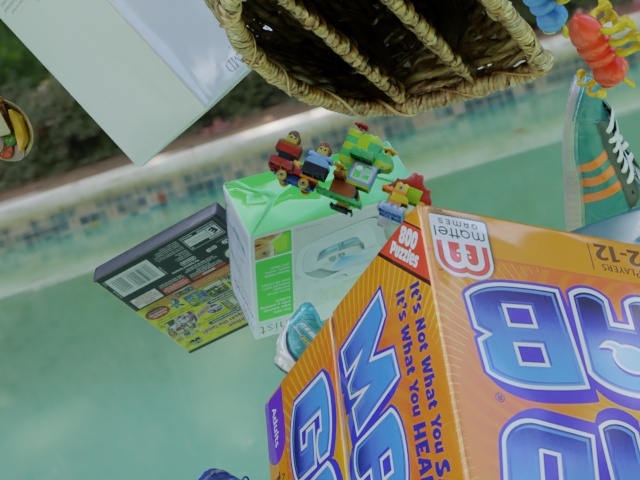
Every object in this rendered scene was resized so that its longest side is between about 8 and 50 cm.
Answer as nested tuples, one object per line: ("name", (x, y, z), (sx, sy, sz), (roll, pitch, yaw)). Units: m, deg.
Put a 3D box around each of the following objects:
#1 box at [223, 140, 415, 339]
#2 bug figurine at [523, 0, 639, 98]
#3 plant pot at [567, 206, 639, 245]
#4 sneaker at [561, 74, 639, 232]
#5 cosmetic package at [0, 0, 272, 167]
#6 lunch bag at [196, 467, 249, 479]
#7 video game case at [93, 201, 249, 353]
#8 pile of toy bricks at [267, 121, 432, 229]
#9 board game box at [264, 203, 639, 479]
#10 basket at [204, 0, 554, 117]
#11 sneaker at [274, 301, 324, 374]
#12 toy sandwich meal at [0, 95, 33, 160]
("box", (0.000, 0.000, 1.841), (0.262, 0.231, 0.126), (-15, 47, -15))
("bug figurine", (0.236, -0.265, 1.290), (0.072, 0.216, 0.279), (-35, 25, 9))
("plant pot", (0.291, 0.085, 1.382), (0.234, 0.165, 0.165), (-17, 16, 22))
("sneaker", (0.421, -0.116, 1.823), (0.121, 0.302, 0.108), (2, 43, 17))
("cosmetic package", (-0.246, -0.292, 1.425), (0.155, 0.365, 0.197), (-36, 12, 43))
("lunch bag", (-0.092, 0.243, 1.066), (0.098, 0.067, 0.065), (-46, 19, -20))
("video game case", (-0.200, 0.070, 2.093), (0.275, 0.248, 0.035), (-27, 40, 27))
("pile of toy bricks", (0.043, -0.097, 1.557), (0.212, 0.105, 0.118), (22, -15, 12))
("board game box", (0.187, 0.237, 1.087), (0.356, 0.356, 0.356), (10, -39, -22))
("basket", (0.031, -0.210, 1.132), (0.213, 0.223, 0.299), (-43, -33, 10))
("sneaker", (0.079, 0.163, 1.621), (0.275, 0.110, 0.107), (19, 3, -11))
("toy sandwich meal", (-0.378, -0.130, 1.459), (0.086, 0.085, 0.029), (-13, 18, 25))
